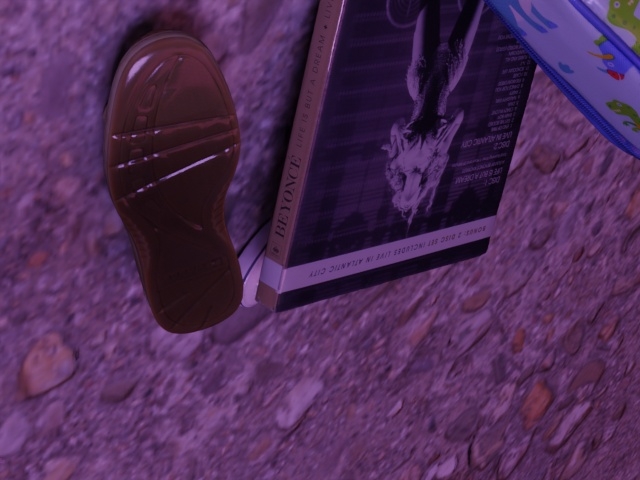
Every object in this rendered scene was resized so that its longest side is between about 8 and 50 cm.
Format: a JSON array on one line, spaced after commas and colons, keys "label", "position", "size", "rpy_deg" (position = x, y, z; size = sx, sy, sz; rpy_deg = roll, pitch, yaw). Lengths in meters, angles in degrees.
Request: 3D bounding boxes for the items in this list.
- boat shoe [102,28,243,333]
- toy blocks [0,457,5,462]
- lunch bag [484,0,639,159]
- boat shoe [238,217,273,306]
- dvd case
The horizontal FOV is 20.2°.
[{"label": "boat shoe", "position": [-0.061, -0.028, 0.733], "size": [0.056, 0.048, 0.153], "rpy_deg": [-18, 136, -10]}, {"label": "toy blocks", "position": [-0.208, 0.091, 0.515], "size": [0.309, 0.260, 0.288], "rpy_deg": [-34, 126, 18]}, {"label": "lunch bag", "position": [0.170, -0.157, 0.782], "size": [0.176, 0.090, 0.219], "rpy_deg": [40, 76, -25]}, {"label": "boat shoe", "position": [0.000, 0.000, 0.854], "size": [0.100, 0.035, 0.035], "rpy_deg": [-41, 150, -19]}, {"label": "dvd case", "position": [0.050, -0.083, 0.814], "size": [0.164, 0.018, 0.221], "rpy_deg": [-14, 123, -49]}]
